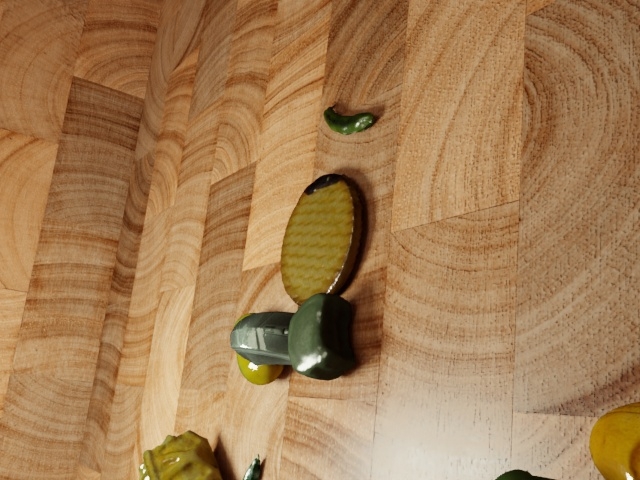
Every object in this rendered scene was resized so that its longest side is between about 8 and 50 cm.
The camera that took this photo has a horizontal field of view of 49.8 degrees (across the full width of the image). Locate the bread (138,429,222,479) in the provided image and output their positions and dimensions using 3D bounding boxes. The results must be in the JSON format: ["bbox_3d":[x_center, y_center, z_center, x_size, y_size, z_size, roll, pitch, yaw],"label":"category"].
[{"bbox_3d":[-0.347,0.642,1.718,0.252,0.196,0.238,35,108,55],"label":"bread"}]

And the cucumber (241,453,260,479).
[{"bbox_3d":[-0.169,0.569,1.609,0.037,0.037,0.155,40,112,57],"label":"cucumber"}]

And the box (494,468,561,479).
[{"bbox_3d":[0.259,0.430,0.768,0.328,0.253,0.178,-69,22,9],"label":"box"}]

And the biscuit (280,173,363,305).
[{"bbox_3d":[0.000,0.000,1.571,0.318,0.040,0.317,-34,49,50],"label":"biscuit"}]

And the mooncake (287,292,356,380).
[{"bbox_3d":[0.010,0.196,1.409,0.168,0.104,0.175,9,83,63],"label":"mooncake"}]

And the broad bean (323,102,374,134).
[{"bbox_3d":[0.059,-0.280,1.596,0.069,0.039,0.227,-65,31,7],"label":"broad bean"}]

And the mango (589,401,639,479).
[{"bbox_3d":[0.394,0.235,0.711,0.154,0.126,0.252,-42,24,-23],"label":"mango"}]

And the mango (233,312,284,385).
[{"bbox_3d":[-0.152,0.250,1.666,0.137,0.091,0.237,-54,37,20],"label":"mango"}]

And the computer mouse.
[{"bbox_3d":[-0.106,0.211,1.541,0.231,0.071,0.126,-1,56,27],"label":"computer mouse"}]
